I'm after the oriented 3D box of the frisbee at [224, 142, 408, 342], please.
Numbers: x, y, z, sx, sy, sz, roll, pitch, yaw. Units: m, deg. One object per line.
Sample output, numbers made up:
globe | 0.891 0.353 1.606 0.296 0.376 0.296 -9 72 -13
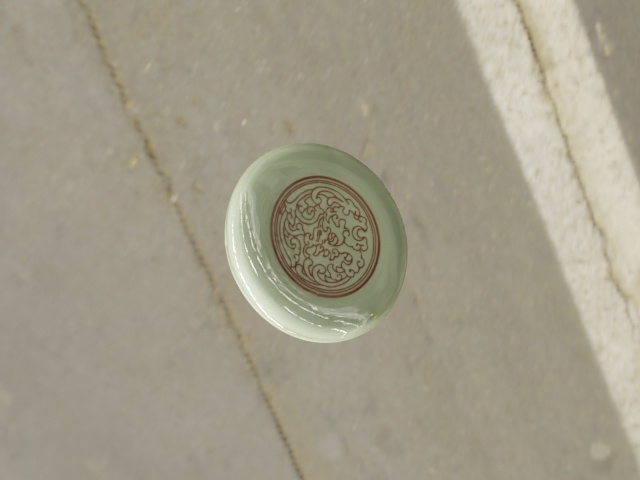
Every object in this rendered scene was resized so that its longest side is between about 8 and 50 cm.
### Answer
frisbee | 0.000 0.000 0.832 0.110 0.110 0.014 42 151 -12
